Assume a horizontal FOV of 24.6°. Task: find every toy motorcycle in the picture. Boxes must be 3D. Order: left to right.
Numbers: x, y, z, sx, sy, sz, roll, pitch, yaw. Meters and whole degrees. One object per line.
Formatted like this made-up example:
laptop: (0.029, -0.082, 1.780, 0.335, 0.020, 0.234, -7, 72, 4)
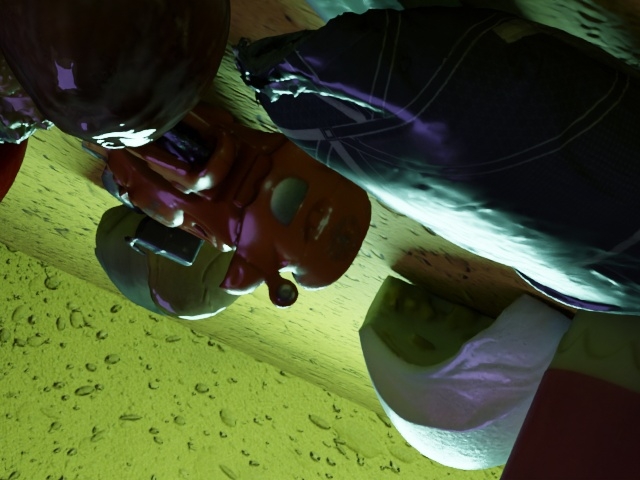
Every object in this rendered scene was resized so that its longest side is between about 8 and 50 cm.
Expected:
toy motorcycle: (-0.077, -0.043, 1.118, 0.221, 0.148, 0.326, 28, 174, -8)

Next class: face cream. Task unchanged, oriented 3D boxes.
face cream: (0.258, 0.169, 1.226, 0.175, 0.195, 0.175, 25, 168, 5)

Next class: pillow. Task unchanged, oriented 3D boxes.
pillow: (0.108, -0.034, 0.736, 0.335, 0.092, 0.161, 25, 153, -38)

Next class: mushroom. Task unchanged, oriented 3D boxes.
mushroom: (-0.164, 0.023, 1.685, 0.154, 0.137, 0.407, 41, 172, -14)

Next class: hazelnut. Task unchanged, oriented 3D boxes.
hazelnut: (-0.122, -0.123, 0.823, 0.143, 0.143, 0.154, 23, 168, 10)

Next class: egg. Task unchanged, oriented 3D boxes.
egg: (0.157, 0.147, 1.443, 0.206, 0.162, 0.271, 34, 167, -37)

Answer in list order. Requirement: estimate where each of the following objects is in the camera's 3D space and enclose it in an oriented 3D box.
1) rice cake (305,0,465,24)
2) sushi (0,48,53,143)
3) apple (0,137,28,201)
rice cake: (0.037, -0.114, 0.750, 0.080, 0.042, 0.222, 11, 163, 37)
sushi: (-0.243, -0.151, 0.947, 0.274, 0.139, 0.184, 31, 170, -23)
apple: (-0.357, -0.102, 1.156, 0.216, 0.260, 0.260, -9, 153, 28)
